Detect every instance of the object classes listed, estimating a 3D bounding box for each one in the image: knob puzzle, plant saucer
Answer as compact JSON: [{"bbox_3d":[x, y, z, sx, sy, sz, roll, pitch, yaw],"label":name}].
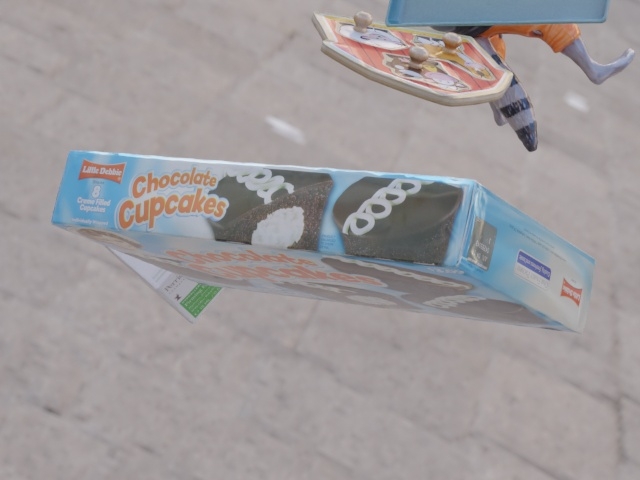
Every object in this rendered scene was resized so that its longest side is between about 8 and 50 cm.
[{"bbox_3d":[0.095,-0.175,1.586,0.213,0.030,0.213,13,24,-6],"label":"knob puzzle"},{"bbox_3d":[0.141,-0.196,1.318,0.192,0.067,0.018,4,-15,32],"label":"plant saucer"}]

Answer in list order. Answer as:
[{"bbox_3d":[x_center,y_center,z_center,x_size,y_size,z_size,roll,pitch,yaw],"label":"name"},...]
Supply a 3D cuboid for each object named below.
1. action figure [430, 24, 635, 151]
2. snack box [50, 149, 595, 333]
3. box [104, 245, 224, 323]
[{"bbox_3d":[0.185,-0.272,1.838,0.330,0.178,0.341,43,-20,-16],"label":"action figure"},{"bbox_3d":[0.000,0.000,1.142,0.322,0.060,0.187,6,-12,34],"label":"snack box"},{"bbox_3d":[-0.138,0.004,1.649,0.102,0.101,0.087,38,-6,35],"label":"box"}]
